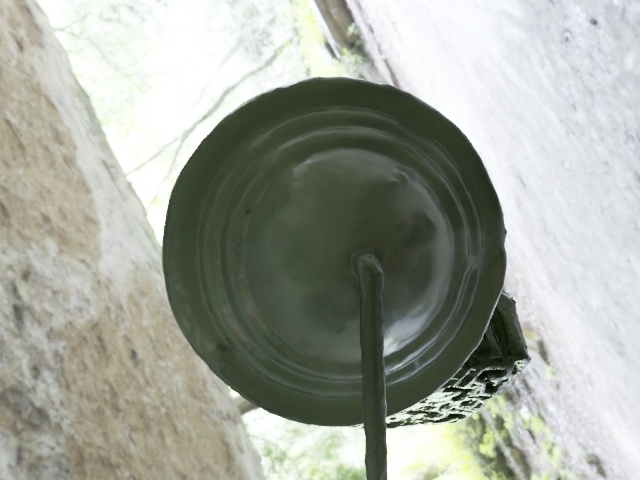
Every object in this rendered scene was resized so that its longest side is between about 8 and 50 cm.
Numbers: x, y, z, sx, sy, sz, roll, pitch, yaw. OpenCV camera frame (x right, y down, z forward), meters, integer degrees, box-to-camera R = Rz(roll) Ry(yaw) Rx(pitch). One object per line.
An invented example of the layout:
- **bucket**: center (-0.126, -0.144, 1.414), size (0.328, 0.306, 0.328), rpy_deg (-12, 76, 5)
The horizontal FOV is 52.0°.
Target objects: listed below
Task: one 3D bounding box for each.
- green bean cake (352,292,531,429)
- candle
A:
- **green bean cake**: center (0.115, 0.146, 0.803), size (0.227, 0.223, 0.124), rpy_deg (119, 149, -50)
- **candle**: center (0.000, 0.000, 0.469), size (0.221, 0.221, 0.342), rpy_deg (60, 172, -7)
